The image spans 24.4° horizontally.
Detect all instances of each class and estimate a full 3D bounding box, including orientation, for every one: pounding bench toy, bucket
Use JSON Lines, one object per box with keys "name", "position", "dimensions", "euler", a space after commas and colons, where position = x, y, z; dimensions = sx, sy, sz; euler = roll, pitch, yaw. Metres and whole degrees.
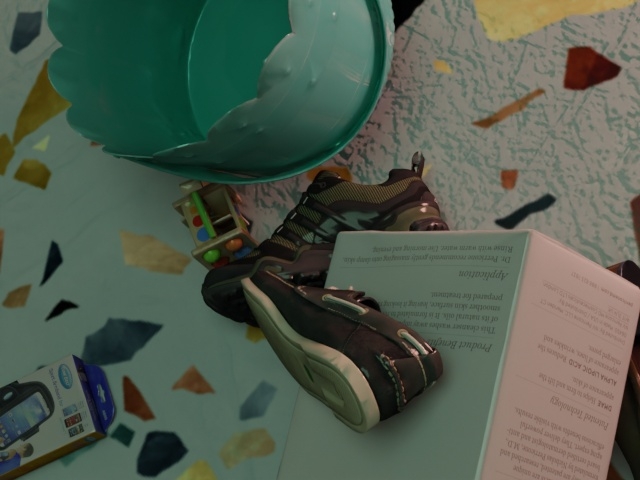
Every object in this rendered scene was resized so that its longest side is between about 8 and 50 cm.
{"name": "pounding bench toy", "position": [-0.098, -0.015, 1.338], "dimensions": [0.052, 0.083, 0.065], "euler": [-26, 66, 8]}
{"name": "bucket", "position": [-0.080, -0.185, 1.296], "dimensions": [0.281, 0.183, 0.281], "euler": [-7, 78, 34]}

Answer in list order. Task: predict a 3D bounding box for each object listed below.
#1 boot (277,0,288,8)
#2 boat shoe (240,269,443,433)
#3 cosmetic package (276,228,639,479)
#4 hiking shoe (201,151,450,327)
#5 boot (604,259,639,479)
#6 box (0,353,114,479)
{"name": "boot", "position": [0.014, -0.267, 1.406], "dimensions": [0.121, 0.045, 0.099], "euler": [-11, 69, 12]}
{"name": "boat shoe", "position": [0.009, 0.072, 1.119], "dimensions": [0.079, 0.084, 0.233], "euler": [-32, 27, -15]}
{"name": "cosmetic package", "position": [0.088, 0.192, 1.133], "dimensions": [0.217, 0.156, 0.385], "euler": [2, 73, 48]}
{"name": "hiking shoe", "position": [0.000, 0.000, 1.314], "dimensions": [0.227, 0.086, 0.114], "euler": [-18, 52, 8]}
{"name": "boot", "position": [0.232, 0.135, 1.201], "dimensions": [0.106, 0.082, 0.219], "euler": [-20, 69, 34]}
{"name": "box", "position": [-0.258, 0.163, 1.363], "dimensions": [0.136, 0.028, 0.081], "euler": [-27, 66, 10]}
